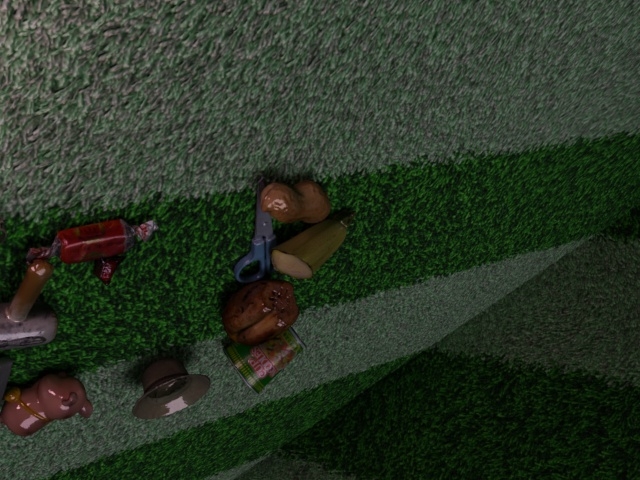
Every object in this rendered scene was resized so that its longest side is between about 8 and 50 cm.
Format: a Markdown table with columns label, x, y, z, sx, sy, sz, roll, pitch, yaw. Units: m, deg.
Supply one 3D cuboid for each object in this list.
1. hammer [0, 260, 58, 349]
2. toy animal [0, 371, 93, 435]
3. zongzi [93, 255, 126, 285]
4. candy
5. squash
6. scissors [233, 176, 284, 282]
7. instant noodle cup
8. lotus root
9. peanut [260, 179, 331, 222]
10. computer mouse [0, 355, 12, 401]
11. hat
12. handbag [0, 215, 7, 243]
| label | x | y | z | sx | sy | sz | roll | pitch | yaw |
| --- | --- | --- | --- | --- | --- | --- | --- | --- | --- |
| hammer | -0.671 | 0.139 | 1.438 | 0.202 | 0.113 | 0.305 | -4 | 145 | -44 |
| toy animal | -0.789 | 0.461 | 1.804 | 0.248 | 0.149 | 0.165 | -17 | 164 | -3 |
| zongzi | -0.522 | 0.054 | 1.539 | 0.083 | 0.067 | 0.073 | -51 | 138 | -3 |
| candy | -0.512 | 0.002 | 1.448 | 0.292 | 0.059 | 0.086 | -14 | 142 | -29 |
| squash | 0.003 | 0.015 | 1.855 | 0.288 | 0.137 | 0.137 | -31 | 153 | -29 |
| scissors | -0.156 | -0.026 | 1.759 | 0.193 | 0.029 | 0.447 | -21 | 149 | -18 |
| instant noodle cup | -0.184 | 0.375 | 2.196 | 0.233 | 0.207 | 0.207 | -38 | 151 | -6 |
| lotus root | -0.197 | 0.225 | 1.946 | 0.193 | 0.193 | 0.291 | -3 | 158 | -39 |
| peanut | -0.065 | -0.099 | 1.648 | 0.263 | 0.101 | 0.117 | -5 | 108 | -52 |
| computer mouse | -0.877 | 0.392 | 1.653 | 0.230 | 0.079 | 0.128 | -60 | 180 | 20 |
| hat | -0.495 | 0.453 | 2.061 | 0.257 | 0.130 | 0.257 | -22 | 149 | -14 |
| handbag | -0.742 | -0.004 | 1.222 | 0.256 | 0.079 | 0.219 | -22 | 160 | -15 |
